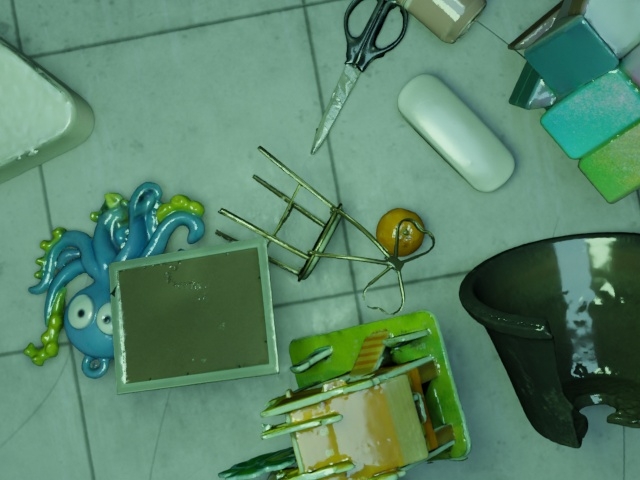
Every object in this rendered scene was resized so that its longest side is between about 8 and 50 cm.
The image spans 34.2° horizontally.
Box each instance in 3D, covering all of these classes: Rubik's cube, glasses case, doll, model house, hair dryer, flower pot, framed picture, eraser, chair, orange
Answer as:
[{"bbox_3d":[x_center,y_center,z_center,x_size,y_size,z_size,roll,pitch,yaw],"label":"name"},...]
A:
[{"bbox_3d":[0.486,-0.262,1.593,0.368,0.358,0.387,-8,99,4],"label":"Rubik's cube"},{"bbox_3d":[0.226,-0.179,1.739,0.233,0.059,0.092,44,89,3],"label":"glasses case"},{"bbox_3d":[-0.326,0.067,1.720,0.346,0.099,0.341,12,86,12],"label":"doll"},{"bbox_3d":[-0.014,0.266,1.563,0.357,0.312,0.243,-15,87,44],"label":"model house"},{"bbox_3d":[0.259,-0.508,1.734,0.189,0.107,0.344,41,85,2],"label":"hair dryer"},{"bbox_3d":[0.419,0.156,1.620,0.379,0.379,0.251,-12,109,2],"label":"flower pot"},{"bbox_3d":[-0.201,0.119,1.625,0.273,0.016,0.217,-8,79,14],"label":"framed picture"},{"bbox_3d":[-0.582,-0.249,1.735,0.331,0.150,0.331,0,91,2],"label":"eraser"},{"bbox_3d":[0.000,0.000,1.689,0.325,0.170,0.160,29,71,1],"label":"chair"},{"bbox_3d":[0.133,-0.013,1.730,0.083,0.083,0.084,0,89,2],"label":"orange"}]

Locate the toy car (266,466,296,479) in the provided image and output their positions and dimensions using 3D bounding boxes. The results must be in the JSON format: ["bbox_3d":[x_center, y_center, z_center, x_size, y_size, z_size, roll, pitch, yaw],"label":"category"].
[{"bbox_3d":[0.030,0.441,1.701,0.256,0.124,0.101,6,88,2],"label":"toy car"}]

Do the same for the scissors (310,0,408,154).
[{"bbox_3d":[0.051,-0.281,1.769,0.109,0.022,0.300,25,91,6],"label":"scissors"}]
